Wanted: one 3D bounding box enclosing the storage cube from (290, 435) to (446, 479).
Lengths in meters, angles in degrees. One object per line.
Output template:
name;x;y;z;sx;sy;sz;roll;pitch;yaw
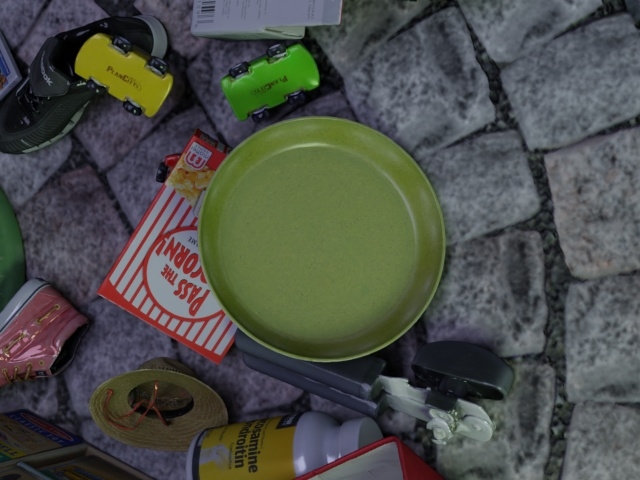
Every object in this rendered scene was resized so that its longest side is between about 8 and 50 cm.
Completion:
storage cube;0.053;0.323;1.369;0.183;0.193;0.215;-27;44;20

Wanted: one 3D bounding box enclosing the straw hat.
straw hat;-0.164;0.154;1.569;0.144;0.144;0.061;-19;39;22

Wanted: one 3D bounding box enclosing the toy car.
toy car;-0.105;-0.136;1.542;0.225;0.053;0.239;-24;105;8

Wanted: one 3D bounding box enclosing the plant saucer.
plant saucer;0.000;0.000;1.465;0.241;0.037;0.241;2;78;-8

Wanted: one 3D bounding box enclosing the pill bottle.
pill bottle;-0.032;0.223;1.490;0.184;0.103;0.103;-12;84;23

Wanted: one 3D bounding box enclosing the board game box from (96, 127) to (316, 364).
board game box;-0.113;0.007;1.530;0.147;0.045;0.193;31;103;-8

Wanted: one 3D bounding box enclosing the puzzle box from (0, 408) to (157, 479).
puzzle box;-0.217;0.283;1.480;0.409;0.272;0.052;24;99;21

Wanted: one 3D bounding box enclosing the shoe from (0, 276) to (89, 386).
shoe;-0.327;0.131;1.627;0.081;0.063;0.178;36;86;14

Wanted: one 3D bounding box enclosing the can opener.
can opener;0.051;0.128;1.485;0.280;0.074;0.093;15;60;22

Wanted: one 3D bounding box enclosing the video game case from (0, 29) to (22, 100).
video game case;-0.388;-0.171;1.691;0.122;0.011;0.087;-41;55;18

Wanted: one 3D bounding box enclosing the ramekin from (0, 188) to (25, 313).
ramekin;-0.492;0.036;1.670;0.303;0.148;0.303;-1;89;24

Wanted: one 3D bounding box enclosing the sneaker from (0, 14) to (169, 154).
sneaker;-0.277;-0.170;1.604;0.234;0.106;0.078;-31;76;20

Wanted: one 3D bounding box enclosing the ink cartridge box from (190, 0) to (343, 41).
ink cartridge box;-0.026;-0.335;1.472;0.239;0.060;0.275;7;92;49
